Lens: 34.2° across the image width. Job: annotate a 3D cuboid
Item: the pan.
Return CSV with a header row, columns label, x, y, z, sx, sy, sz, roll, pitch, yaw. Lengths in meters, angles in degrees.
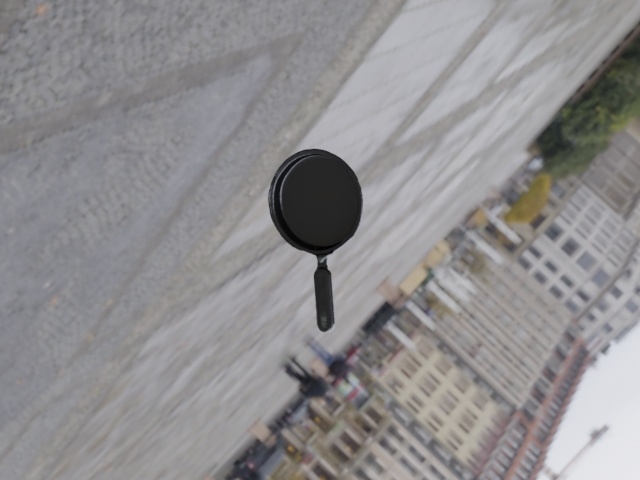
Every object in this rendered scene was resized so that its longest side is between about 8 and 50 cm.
label,x,y,z,sx,sy,sz,roll,pitch,yaw
pan,0.000,0.000,1.337,0.136,0.235,0.028,-4,-178,28
